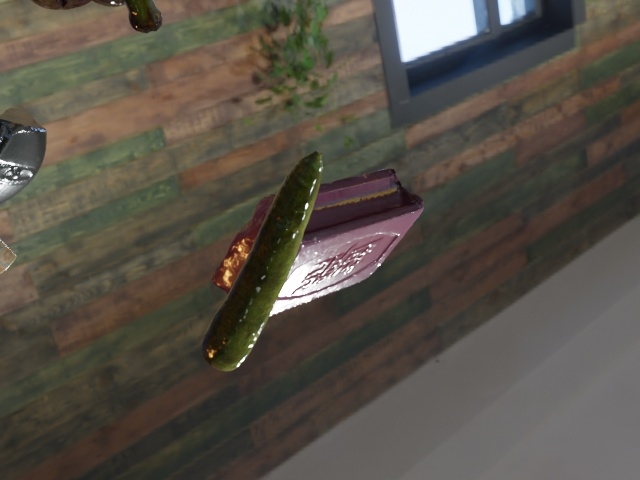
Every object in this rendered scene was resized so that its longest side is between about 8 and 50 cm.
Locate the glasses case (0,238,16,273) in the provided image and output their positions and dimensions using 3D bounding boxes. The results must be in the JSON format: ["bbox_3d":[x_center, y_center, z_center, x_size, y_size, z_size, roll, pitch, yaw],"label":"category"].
[{"bbox_3d":[-0.717,-0.004,1.686,0.049,0.218,0.075,29,-111,24],"label":"glasses case"}]

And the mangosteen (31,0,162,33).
[{"bbox_3d":[-0.232,-0.316,0.796,0.211,0.250,0.211,-32,-164,10],"label":"mangosteen"}]

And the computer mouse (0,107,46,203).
[{"bbox_3d":[-0.467,-0.123,1.222,0.138,0.086,0.270,-58,-163,6],"label":"computer mouse"}]

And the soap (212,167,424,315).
[{"bbox_3d":[0.000,0.000,1.511,0.359,0.233,0.128,-17,-120,-46],"label":"soap"}]

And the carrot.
[{"bbox_3d":[-0.075,0.033,1.141,0.074,0.359,0.074,24,-159,-10],"label":"carrot"}]
